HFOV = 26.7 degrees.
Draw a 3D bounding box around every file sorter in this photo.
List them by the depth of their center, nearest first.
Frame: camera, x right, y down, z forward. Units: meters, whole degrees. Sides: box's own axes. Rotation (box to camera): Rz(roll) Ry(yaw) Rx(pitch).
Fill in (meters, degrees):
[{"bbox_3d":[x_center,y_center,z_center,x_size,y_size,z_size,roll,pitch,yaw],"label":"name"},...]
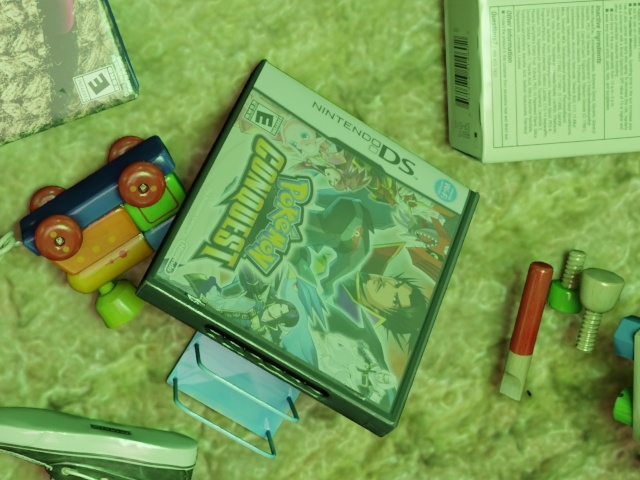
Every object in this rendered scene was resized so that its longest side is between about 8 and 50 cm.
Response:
[{"bbox_3d":[-0.049,0.100,1.264,0.118,0.104,0.170,31,93,-11],"label":"file sorter"}]

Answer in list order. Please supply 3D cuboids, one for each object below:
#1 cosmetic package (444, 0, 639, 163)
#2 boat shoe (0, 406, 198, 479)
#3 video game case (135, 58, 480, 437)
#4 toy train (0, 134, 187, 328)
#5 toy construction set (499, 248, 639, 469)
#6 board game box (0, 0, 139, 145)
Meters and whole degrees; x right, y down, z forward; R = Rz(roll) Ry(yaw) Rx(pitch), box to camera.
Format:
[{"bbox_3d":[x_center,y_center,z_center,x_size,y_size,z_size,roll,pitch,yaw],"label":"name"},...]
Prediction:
[{"bbox_3d":[0.279,-0.165,1.249,0.309,0.113,0.160,-4,102,-11],"label":"cosmetic package"},{"bbox_3d":[-0.227,0.207,1.271,0.219,0.078,0.070,12,96,-10],"label":"boat shoe"},{"bbox_3d":[0.000,0.000,1.207,0.248,0.035,0.275,31,54,-11],"label":"video game case"},{"bbox_3d":[-0.218,0.024,1.241,0.248,0.105,0.143,-33,114,-1],"label":"toy train"},{"bbox_3d":[0.323,0.163,1.281,0.309,0.257,0.237,16,110,11],"label":"toy construction set"},{"bbox_3d":[-0.331,-0.187,1.166,0.291,0.141,0.232,-20,100,-4],"label":"board game box"}]
